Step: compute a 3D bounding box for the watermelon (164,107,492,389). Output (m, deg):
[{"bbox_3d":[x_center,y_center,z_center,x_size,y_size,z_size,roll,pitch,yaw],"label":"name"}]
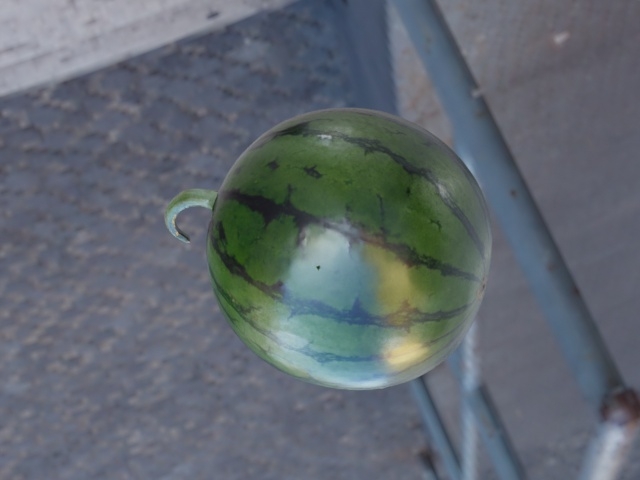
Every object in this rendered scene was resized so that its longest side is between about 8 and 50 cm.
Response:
[{"bbox_3d":[0.006,0.000,0.579,0.109,0.109,0.109,-18,153,-9],"label":"watermelon"}]
